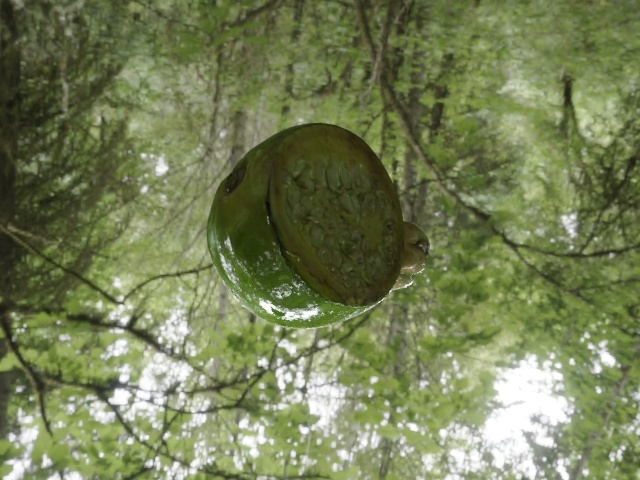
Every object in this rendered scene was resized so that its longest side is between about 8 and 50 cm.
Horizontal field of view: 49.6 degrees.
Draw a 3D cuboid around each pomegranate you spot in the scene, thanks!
[{"bbox_3d":[-0.008,-0.012,0.697,0.240,0.190,0.159,-22,179,-42],"label":"pomegranate"}]
